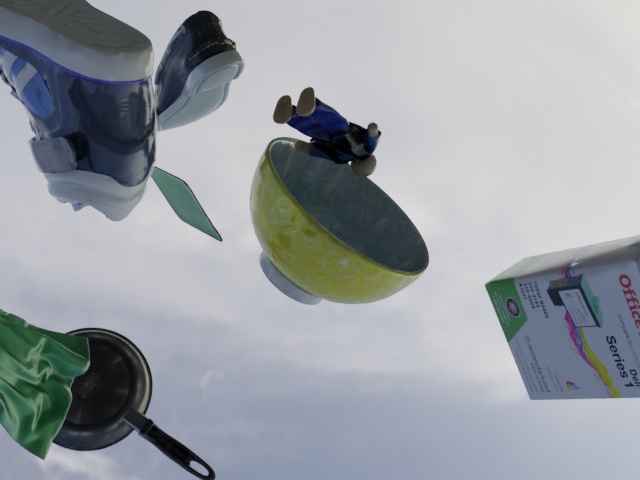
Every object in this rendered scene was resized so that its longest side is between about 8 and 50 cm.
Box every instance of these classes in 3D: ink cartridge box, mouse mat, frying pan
[{"bbox_3d":[0.401,0.114,1.263,0.117,0.278,0.202,-26,-84,-35],"label":"ink cartridge box"},{"bbox_3d":[-0.279,-0.079,1.778,0.152,0.190,0.007,26,-116,38],"label":"mouse mat"},{"bbox_3d":[-0.327,0.280,1.365,0.197,0.053,0.326,-30,-104,-20],"label":"frying pan"}]

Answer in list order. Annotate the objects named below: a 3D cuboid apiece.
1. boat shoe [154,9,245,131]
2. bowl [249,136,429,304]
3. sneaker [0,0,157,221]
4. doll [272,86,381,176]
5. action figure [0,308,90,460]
[{"bbox_3d":[-0.193,-0.245,1.311,0.114,0.302,0.091,-23,-92,-29],"label":"boat shoe"},{"bbox_3d":[0.000,0.000,1.280,0.289,0.156,0.289,31,-156,-16],"label":"bowl"},{"bbox_3d":[-0.305,-0.152,0.989,0.322,0.236,0.130,32,-144,32],"label":"sneaker"},{"bbox_3d":[0.016,-0.138,1.183,0.189,0.129,0.046,31,-125,-47],"label":"doll"},{"bbox_3d":[-0.326,0.111,0.854,0.063,0.232,0.137,-4,-122,23],"label":"action figure"}]
